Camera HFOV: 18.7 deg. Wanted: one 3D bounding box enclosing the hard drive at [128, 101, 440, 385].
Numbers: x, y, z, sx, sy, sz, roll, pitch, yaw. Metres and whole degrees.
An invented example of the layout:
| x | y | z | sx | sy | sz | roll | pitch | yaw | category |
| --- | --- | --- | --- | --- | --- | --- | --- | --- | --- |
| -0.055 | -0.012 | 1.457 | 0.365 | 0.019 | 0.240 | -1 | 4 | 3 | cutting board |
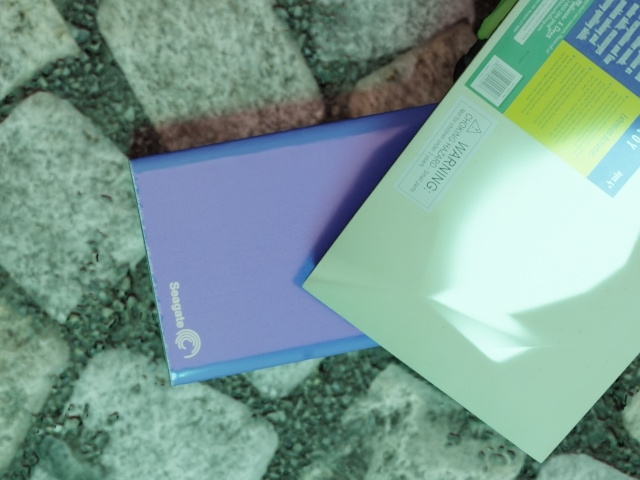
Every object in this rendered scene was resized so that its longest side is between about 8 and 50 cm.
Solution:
| x | y | z | sx | sy | sz | roll | pitch | yaw | category |
| --- | --- | --- | --- | --- | --- | --- | --- | --- | --- |
| 0.000 | 0.000 | 1.780 | 0.318 | 0.040 | 0.210 | -11 | 93 | -6 | hard drive |

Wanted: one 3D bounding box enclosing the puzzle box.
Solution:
| x | y | z | sx | sy | sz | roll | pitch | yaw | category |
| --- | --- | --- | --- | --- | --- | --- | --- | --- | --- |
| 0.207 | -0.034 | 1.659 | 0.272 | 0.052 | 0.409 | 37 | 114 | -1 | puzzle box |

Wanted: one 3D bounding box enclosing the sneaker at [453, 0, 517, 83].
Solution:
| x | y | z | sx | sy | sz | roll | pitch | yaw | category |
| --- | --- | --- | --- | --- | --- | --- | --- | --- | --- |
| 0.294 | -0.021 | 1.769 | 0.202 | 0.185 | 0.483 | -31 | 98 | 24 | sneaker |
